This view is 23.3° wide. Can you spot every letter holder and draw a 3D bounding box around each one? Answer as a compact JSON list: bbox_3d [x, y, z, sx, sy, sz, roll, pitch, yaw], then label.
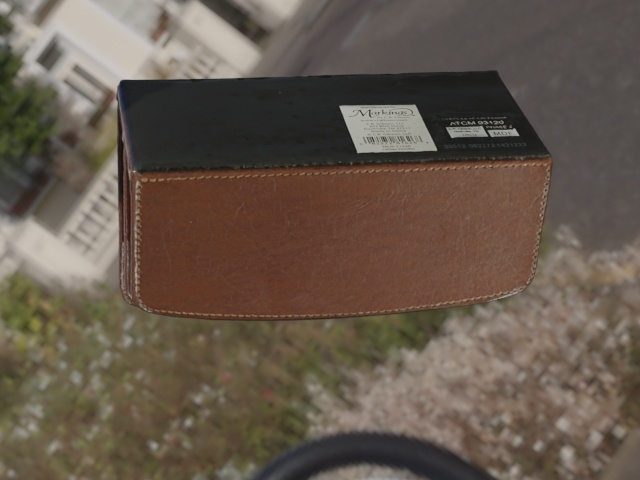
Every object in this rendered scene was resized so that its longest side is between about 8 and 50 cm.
[{"bbox_3d":[0.000,0.000,1.188,0.152,0.302,0.214,-109,20,-57],"label":"letter holder"}]
